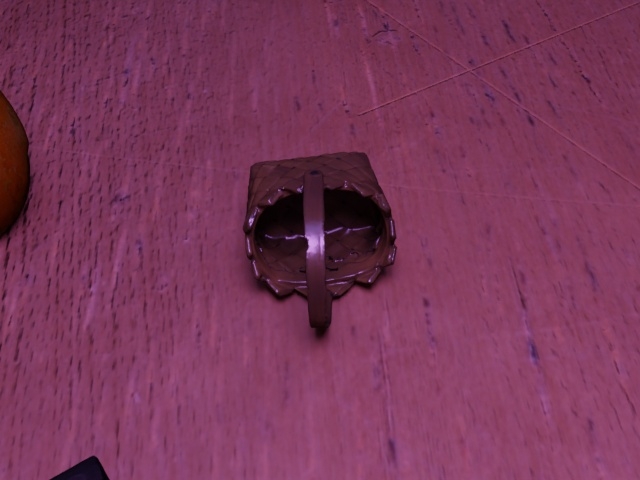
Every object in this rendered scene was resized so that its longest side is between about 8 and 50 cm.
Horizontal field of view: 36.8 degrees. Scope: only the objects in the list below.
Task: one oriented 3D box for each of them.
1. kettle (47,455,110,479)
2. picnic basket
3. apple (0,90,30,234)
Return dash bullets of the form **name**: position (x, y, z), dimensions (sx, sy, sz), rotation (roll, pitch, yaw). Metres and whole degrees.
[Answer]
- **kettle**: position (-0.246, 0.266, 0.580), dimensions (0.308, 0.203, 0.262), rotation (-24, 50, -14)
- **picnic basket**: position (0.000, 0.000, 0.870), dimensions (0.137, 0.128, 0.178), rotation (-7, 28, 1)
- **apple**: position (-0.404, -0.087, 0.958), dimensions (0.236, 0.207, 0.237), rotation (0, 64, 0)
